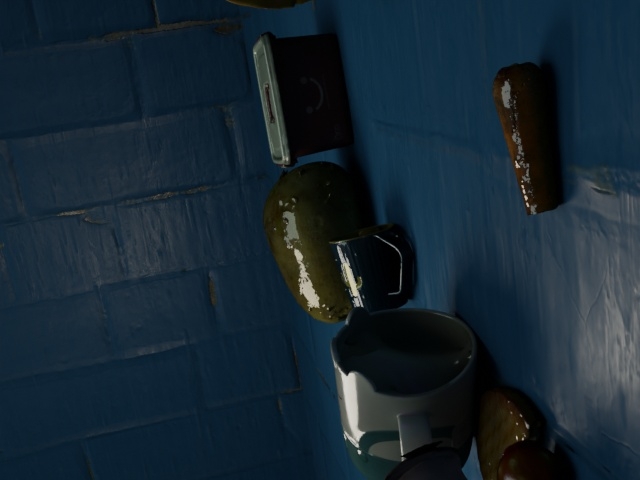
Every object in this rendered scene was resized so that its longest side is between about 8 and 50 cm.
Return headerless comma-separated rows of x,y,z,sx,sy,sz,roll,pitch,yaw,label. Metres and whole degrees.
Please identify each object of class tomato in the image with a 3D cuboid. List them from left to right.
0.260,0.291,0.891,0.075,0.087,0.087,-105,10,-45,tomato

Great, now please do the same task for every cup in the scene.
0.111,0.056,1.369,0.176,0.131,0.155,-4,102,54,cup
0.136,0.268,1.105,0.290,0.219,0.258,-91,-5,-61,cup

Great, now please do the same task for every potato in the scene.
-0.004,0.007,1.611,0.269,0.219,0.359,-177,74,-72,potato

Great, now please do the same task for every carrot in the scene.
0.223,-0.108,0.764,0.055,0.055,0.162,-141,34,-74,carrot

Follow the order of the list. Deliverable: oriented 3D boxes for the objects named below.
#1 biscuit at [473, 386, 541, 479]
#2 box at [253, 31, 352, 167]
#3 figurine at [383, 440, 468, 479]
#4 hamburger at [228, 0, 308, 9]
0.266,0.294,1.002,0.228,0.031,0.176,112,144,-68,biscuit
-0.040,-0.318,1.597,0.193,0.167,0.294,-154,53,-75,box
0.186,0.446,0.840,0.361,0.253,0.211,57,168,42,figurine
-0.101,-0.572,1.109,0.396,0.395,0.277,89,164,-44,hamburger
